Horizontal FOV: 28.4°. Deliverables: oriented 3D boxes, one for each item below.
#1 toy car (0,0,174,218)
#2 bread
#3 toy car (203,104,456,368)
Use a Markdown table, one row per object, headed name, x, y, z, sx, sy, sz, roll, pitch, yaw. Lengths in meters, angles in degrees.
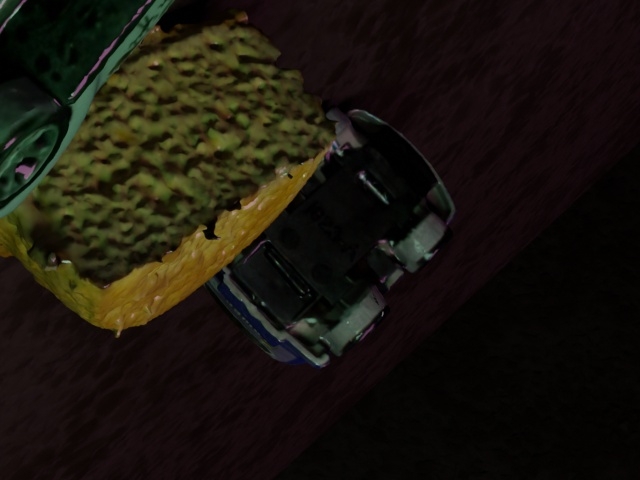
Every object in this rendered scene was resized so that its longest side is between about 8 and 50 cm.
| name | x | y | z | sx | sy | sz | roll | pitch | yaw |
| --- | --- | --- | --- | --- | --- | --- | --- | --- | --- |
| toy car | -0.104 | -0.140 | 0.517 | 0.306 | 0.136 | 0.125 | -50 | 174 | 6 |
| bread | -0.106 | -0.030 | 0.781 | 0.229 | 0.143 | 0.139 | -34 | 160 | -36 |
| toy car | 0.000 | 0.000 | 1.171 | 0.235 | 0.172 | 0.158 | -43 | -178 | -24 |
